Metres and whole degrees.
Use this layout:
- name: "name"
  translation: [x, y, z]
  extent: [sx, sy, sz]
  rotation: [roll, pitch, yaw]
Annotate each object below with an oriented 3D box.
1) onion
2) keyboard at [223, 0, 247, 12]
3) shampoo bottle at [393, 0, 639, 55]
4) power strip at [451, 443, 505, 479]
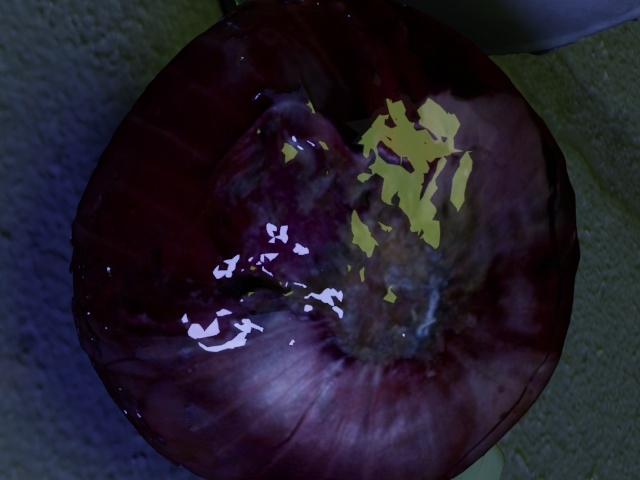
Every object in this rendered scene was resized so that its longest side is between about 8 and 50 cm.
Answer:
- name: "onion"
  translation: [0.000, 0.000, 0.703]
  extent: [0.252, 0.219, 0.252]
  rotation: [-6, 112, -14]
- name: "keyboard"
  translation: [-0.039, -0.150, 0.841]
  extent: [0.055, 0.014, 0.176]
  rotation: [-16, 90, -51]
- name: "shampoo bottle"
  translation: [0.101, -0.264, 0.825]
  extent: [0.273, 0.273, 0.266]
  rotation: [-56, 134, -42]
- name: "power strip"
  translation: [0.028, 0.171, 0.752]
  extent: [0.053, 0.093, 0.288]
  rotation: [49, 46, -29]
